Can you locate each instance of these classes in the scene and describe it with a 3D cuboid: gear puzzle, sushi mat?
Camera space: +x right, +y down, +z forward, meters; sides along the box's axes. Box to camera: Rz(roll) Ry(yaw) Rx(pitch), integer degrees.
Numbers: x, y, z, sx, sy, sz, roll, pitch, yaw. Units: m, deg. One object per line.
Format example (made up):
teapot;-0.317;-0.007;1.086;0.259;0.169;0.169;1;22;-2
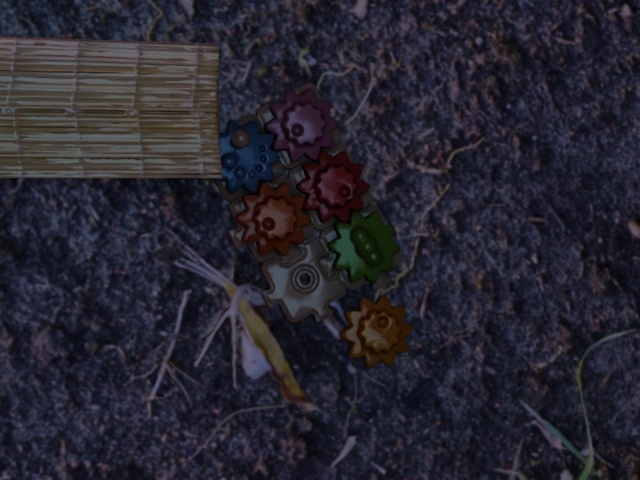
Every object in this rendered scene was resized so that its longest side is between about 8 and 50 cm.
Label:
gear puzzle;0.000;0.000;1.633;0.175;0.044;0.338;-29;96;-14
sushi mat;-0.261;-0.142;1.543;0.317;0.019;0.151;0;96;-15
